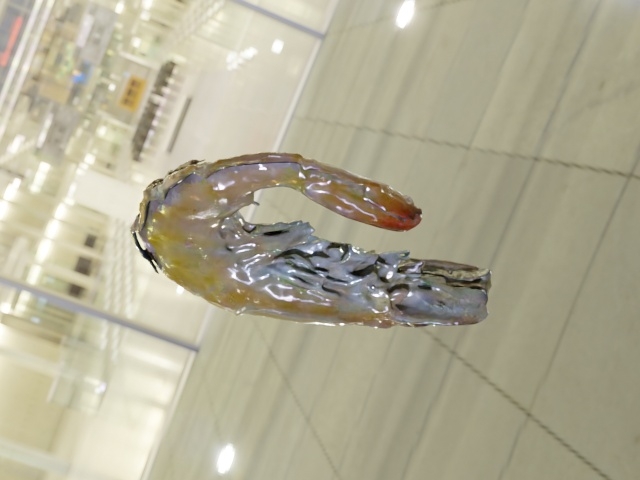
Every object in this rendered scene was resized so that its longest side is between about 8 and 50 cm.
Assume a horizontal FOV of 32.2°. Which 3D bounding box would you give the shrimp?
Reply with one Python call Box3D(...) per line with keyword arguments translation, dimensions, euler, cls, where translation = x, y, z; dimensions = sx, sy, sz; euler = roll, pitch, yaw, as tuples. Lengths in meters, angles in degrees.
Box3D(translation=(0.000, -0.001, 0.742), dimensions=(0.173, 0.253, 0.058), euler=(101, 174, -52), cls="shrimp")
